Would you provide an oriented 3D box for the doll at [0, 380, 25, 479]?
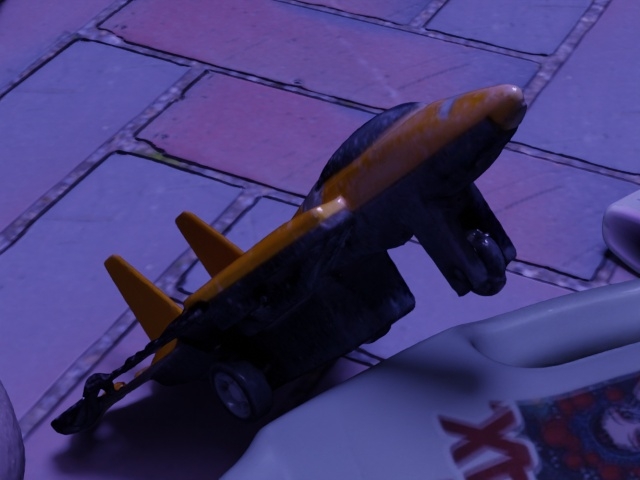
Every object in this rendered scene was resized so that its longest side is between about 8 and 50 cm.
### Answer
[{"bbox_3d":[-0.224,0.156,0.516,0.151,0.151,0.287,9,46,14],"label":"doll"}]

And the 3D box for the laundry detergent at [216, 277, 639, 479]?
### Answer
[{"bbox_3d":[0.094,0.116,0.559,0.398,0.124,0.264,-6,39,-1],"label":"laundry detergent"}]

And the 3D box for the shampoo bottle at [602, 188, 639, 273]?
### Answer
[{"bbox_3d":[0.221,-0.014,0.775,0.099,0.043,0.072,-28,45,-29],"label":"shampoo bottle"}]

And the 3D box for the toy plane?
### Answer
[{"bbox_3d":[0.006,0.011,0.597,0.204,0.103,0.316,-33,6,-33],"label":"toy plane"}]
